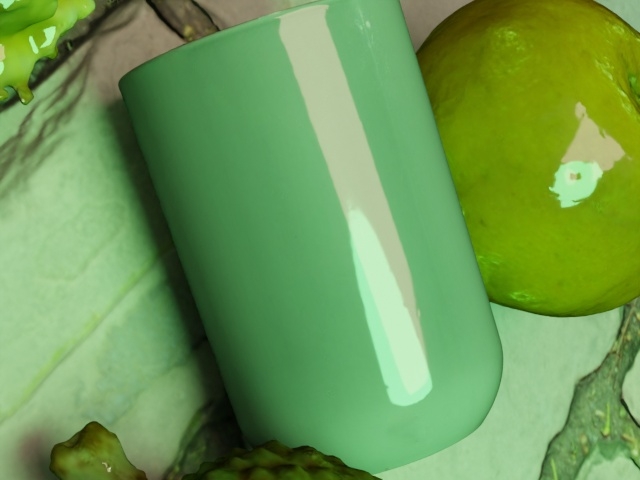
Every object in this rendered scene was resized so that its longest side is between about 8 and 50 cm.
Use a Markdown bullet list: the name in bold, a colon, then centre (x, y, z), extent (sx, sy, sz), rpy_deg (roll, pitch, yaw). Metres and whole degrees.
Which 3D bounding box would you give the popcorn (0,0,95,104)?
- **popcorn**: centre (-0.240, -0.174, 0.763), extent (0.189, 0.218, 0.169), rpy_deg (60, 4, -31)

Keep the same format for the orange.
- **orange**: centre (0.177, -0.068, 1.029), extent (0.279, 0.235, 0.279), rpy_deg (30, 44, -34)

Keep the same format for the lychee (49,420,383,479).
- **lychee**: centre (-0.038, 0.248, 0.751), extent (0.270, 0.320, 0.270), rpy_deg (-18, 127, -25)

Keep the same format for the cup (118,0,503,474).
- **cup**: centre (0.000, 0.000, 0.886), extent (0.205, 0.205, 0.312), rpy_deg (-19, 93, -41)
